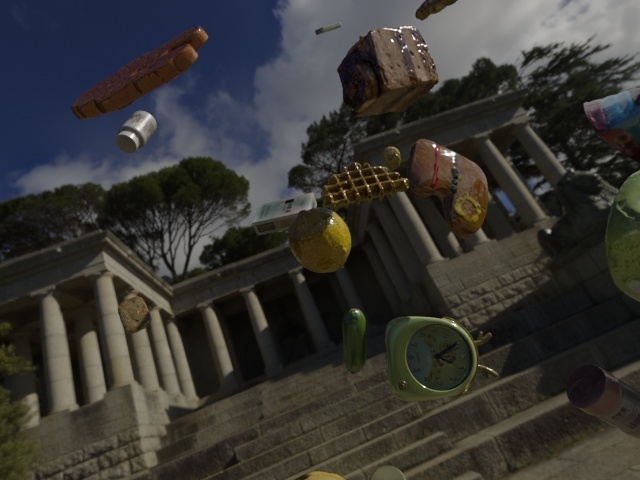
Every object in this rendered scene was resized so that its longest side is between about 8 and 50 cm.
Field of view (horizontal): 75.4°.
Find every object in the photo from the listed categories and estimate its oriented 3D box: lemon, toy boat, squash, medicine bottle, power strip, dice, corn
[{"bbox_3d":[0.000,0.000,1.309,0.192,0.231,0.192,-33,14,9],"label":"lemon"},{"bbox_3d":[0.494,-0.191,0.676,0.079,0.136,0.392,-44,-15,32],"label":"toy boat"},{"bbox_3d":[0.098,0.293,1.184,0.068,0.077,0.219,-15,-61,-26],"label":"squash"},{"bbox_3d":[-0.555,-0.324,1.244,0.079,0.140,0.079,3,-47,4],"label":"medicine bottle"},{"bbox_3d":[0.025,-0.671,1.313,0.090,0.016,0.040,-32,26,-28],"label":"power strip"},{"bbox_3d":[0.778,-0.007,0.864,0.252,0.255,0.249,-42,29,-25],"label":"dice"},{"bbox_3d":[0.326,-0.370,1.885,0.080,0.080,0.238,-29,-9,12],"label":"corn"}]

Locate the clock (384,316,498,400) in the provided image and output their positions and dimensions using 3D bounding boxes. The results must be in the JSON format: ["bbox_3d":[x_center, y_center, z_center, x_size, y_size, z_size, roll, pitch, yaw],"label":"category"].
[{"bbox_3d":[0.346,0.341,1.210,0.307,0.235,0.096,-4,-17,9],"label":"clock"}]

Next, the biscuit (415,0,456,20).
[{"bbox_3d":[0.260,-0.466,0.726,0.033,0.224,0.144,43,-88,-21],"label":"biscuit"}]

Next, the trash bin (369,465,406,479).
[{"bbox_3d":[0.233,0.901,1.319,0.121,0.243,0.248,-8,-61,4],"label":"trash bin"}]

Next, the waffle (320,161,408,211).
[{"bbox_3d":[0.095,-0.115,0.951,0.192,0.160,0.046,-45,-27,-32],"label":"waffle"}]

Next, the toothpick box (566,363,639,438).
[{"bbox_3d":[0.618,0.339,0.874,0.148,0.099,0.098,28,-39,-6],"label":"toothpick box"}]

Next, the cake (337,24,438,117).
[{"bbox_3d":[0.171,-0.490,1.226,0.292,0.199,0.196,-20,0,-29],"label":"cake"}]

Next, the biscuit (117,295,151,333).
[{"bbox_3d":[-0.492,0.195,1.096,0.071,0.147,0.018,-26,-51,-23],"label":"biscuit"}]

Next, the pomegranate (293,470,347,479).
[{"bbox_3d":[0.006,0.796,1.085,0.332,0.333,0.333,-20,-23,-9],"label":"pomegranate"}]

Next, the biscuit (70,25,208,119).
[{"bbox_3d":[-0.389,-0.346,0.888,0.333,0.202,0.047,-19,-48,16],"label":"biscuit"}]

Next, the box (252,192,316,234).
[{"bbox_3d":[-0.142,-0.109,1.684,0.242,0.155,0.067,-11,-55,14],"label":"box"}]

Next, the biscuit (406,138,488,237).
[{"bbox_3d":[0.375,-0.160,1.226,0.276,0.262,0.052,26,-28,-8],"label":"biscuit"}]
